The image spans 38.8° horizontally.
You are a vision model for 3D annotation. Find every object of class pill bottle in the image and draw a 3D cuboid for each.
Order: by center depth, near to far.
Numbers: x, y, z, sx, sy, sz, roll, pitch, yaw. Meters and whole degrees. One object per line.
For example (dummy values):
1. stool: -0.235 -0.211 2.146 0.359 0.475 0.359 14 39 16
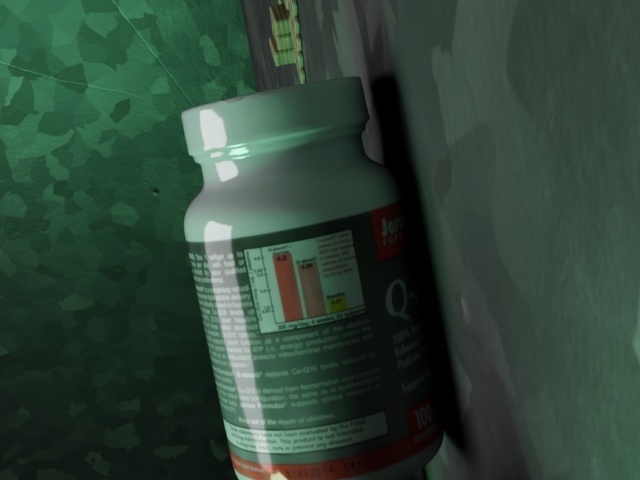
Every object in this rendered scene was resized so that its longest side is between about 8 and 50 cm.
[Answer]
1. pill bottle: -0.013 0.040 0.863 0.210 0.210 0.362 -136 34 -81

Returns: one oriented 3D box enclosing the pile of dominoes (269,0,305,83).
1. pile of dominoes: -0.071 -0.398 1.470 0.196 0.040 0.251 -107 7 -46
